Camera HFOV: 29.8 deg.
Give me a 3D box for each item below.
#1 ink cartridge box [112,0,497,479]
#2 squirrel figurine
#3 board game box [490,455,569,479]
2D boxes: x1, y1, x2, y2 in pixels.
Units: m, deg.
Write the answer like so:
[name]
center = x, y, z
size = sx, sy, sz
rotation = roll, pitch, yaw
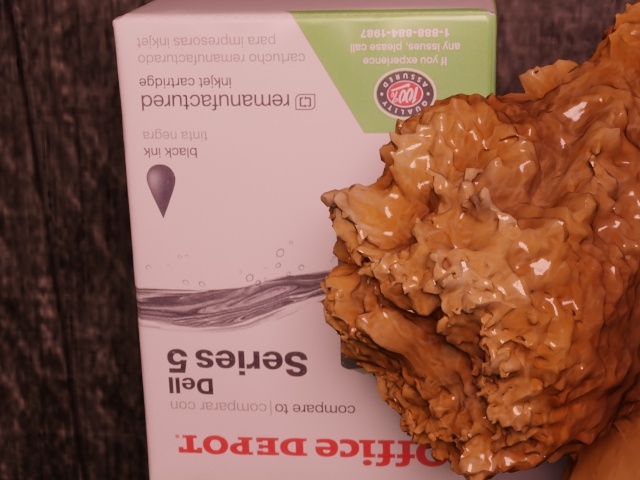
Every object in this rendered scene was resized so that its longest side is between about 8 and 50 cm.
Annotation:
[ink cartridge box]
center = 0.000, 0.000, 0.689
size = 0.198, 0.115, 0.273
rotation = 0, 107, 6
[squirrel figurine]
center = 0.172, 0.092, 0.572
size = 0.370, 0.281, 0.397
rotation = -42, 87, 13
[board game box]
center = 0.259, 0.239, 0.766
size = 0.390, 0.050, 0.390
rotation = 41, 107, -6
